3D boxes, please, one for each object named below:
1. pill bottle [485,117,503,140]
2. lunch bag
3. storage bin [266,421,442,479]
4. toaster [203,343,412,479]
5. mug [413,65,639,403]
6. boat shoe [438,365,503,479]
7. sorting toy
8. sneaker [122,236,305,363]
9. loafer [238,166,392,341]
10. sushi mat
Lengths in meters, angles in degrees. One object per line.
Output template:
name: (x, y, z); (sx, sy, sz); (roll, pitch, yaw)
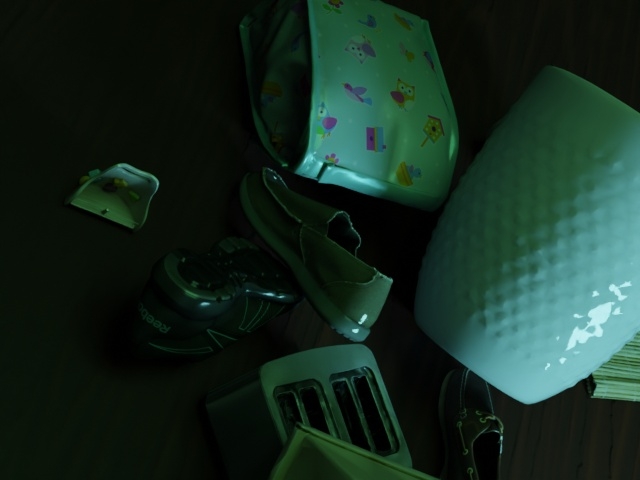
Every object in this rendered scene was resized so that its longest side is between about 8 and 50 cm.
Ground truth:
pill bottle: (0.308, -0.068, 1.760); (0.117, 0.117, 0.208); (-3, 69, -42)
lunch bag: (0.035, -0.159, 1.543); (0.223, 0.160, 0.262); (16, 52, -36)
storage bin: (0.047, 0.345, 1.215); (0.262, 0.123, 0.260); (26, 92, -29)
toaster: (-0.014, 0.195, 1.332); (0.168, 0.110, 0.186); (-6, 71, -44)
mug: (0.294, 0.024, 1.556); (0.276, 0.328, 0.374); (39, 5, 34)
boat shoe: (0.181, 0.233, 1.512); (0.073, 0.073, 0.207); (24, 51, -29)
sorting toy: (-0.203, -0.053, 1.329); (0.083, 0.075, 0.045); (24, 53, -31)
sneaker: (-0.110, 0.062, 1.342); (0.101, 0.106, 0.267); (44, 19, 21)
loafer: (0.000, 0.000, 1.413); (0.251, 0.087, 0.094); (52, 12, 34)
sushi mat: (0.469, 0.157, 1.849); (0.316, 0.019, 0.151); (9, 60, -38)
